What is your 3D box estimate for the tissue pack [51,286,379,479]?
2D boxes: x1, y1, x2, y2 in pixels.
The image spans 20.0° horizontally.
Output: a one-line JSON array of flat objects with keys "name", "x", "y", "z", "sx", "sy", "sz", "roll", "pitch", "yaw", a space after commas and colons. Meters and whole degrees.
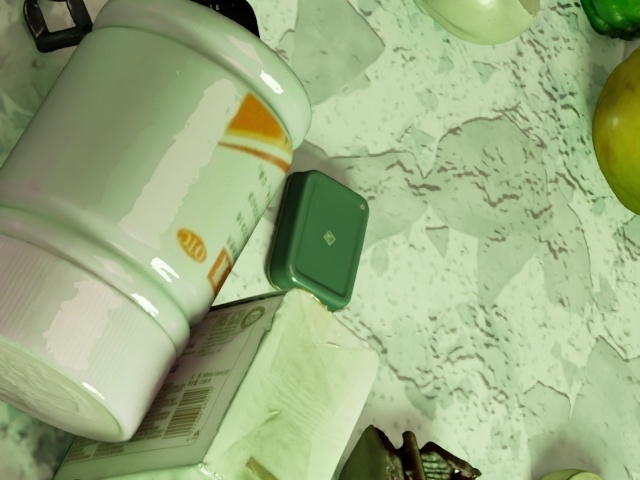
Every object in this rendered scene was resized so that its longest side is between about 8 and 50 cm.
[{"name": "tissue pack", "x": -0.086, "y": 0.151, "z": 1.470, "sx": 0.124, "sy": 0.225, "sz": 0.185, "roll": 44, "pitch": 55, "yaw": -23}]

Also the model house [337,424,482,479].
[{"name": "model house", "x": 0.099, "y": 0.277, "z": 1.655, "sx": 0.164, "sy": 0.141, "sz": 0.203, "roll": 12, "pitch": 68, "yaw": -27}]

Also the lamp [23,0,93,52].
[{"name": "lamp", "x": -0.214, "y": -0.301, "z": 1.552, "sx": 0.172, "sy": 0.147, "sz": 0.227, "roll": 46, "pitch": 60, "yaw": -30}]

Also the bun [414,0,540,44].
[{"name": "bun", "x": 0.146, "y": -0.279, "z": 1.854, "sx": 0.173, "sy": 0.120, "sz": 0.172, "roll": 50, "pitch": 30, "yaw": -44}]

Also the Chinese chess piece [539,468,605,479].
[{"name": "Chinese chess piece", "x": 0.258, "y": 0.293, "z": 1.843, "sx": 0.122, "sy": 0.051, "sz": 0.122, "roll": 12, "pitch": 72, "yaw": -40}]

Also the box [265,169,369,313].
[{"name": "box", "x": 0.000, "y": 0.000, "z": 1.713, "sx": 0.091, "sy": 0.031, "sz": 0.126, "roll": 31, "pitch": 59, "yaw": -31}]

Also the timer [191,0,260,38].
[{"name": "timer", "x": -0.112, "y": -0.129, "z": 1.642, "sx": 0.144, "sy": 0.055, "sz": 0.187, "roll": -9, "pitch": 89, "yaw": -39}]

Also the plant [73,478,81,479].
[{"name": "plant", "x": -0.151, "y": 0.317, "z": 1.413, "sx": 0.149, "sy": 0.146, "sz": 0.274, "roll": -34, "pitch": 104, "yaw": -26}]

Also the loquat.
[{"name": "loquat", "x": 0.402, "y": -0.142, "z": 1.971, "sx": 0.213, "sy": 0.213, "sz": 0.246, "roll": -20, "pitch": 119, "yaw": -42}]

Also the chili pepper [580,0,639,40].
[{"name": "chili pepper", "x": 0.340, "y": -0.412, "z": 2.024, "sx": 0.213, "sy": 0.167, "sz": 0.385, "roll": -12, "pitch": 85, "yaw": -44}]

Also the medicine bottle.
[{"name": "medicine bottle", "x": -0.161, "y": -0.019, "z": 1.441, "sx": 0.202, "sy": 0.202, "sz": 0.316, "roll": 40, "pitch": 67, "yaw": -26}]
